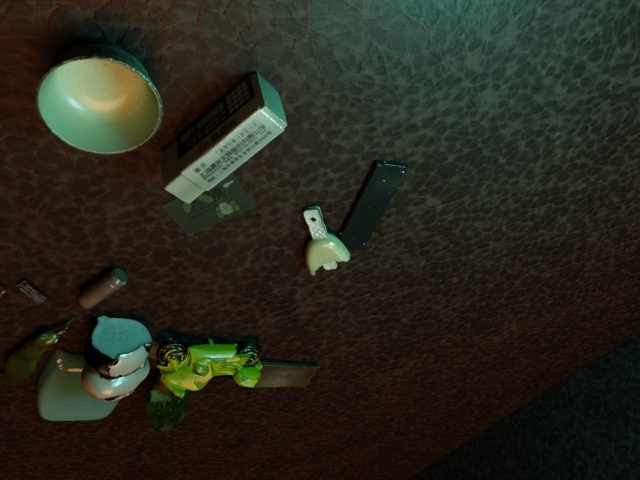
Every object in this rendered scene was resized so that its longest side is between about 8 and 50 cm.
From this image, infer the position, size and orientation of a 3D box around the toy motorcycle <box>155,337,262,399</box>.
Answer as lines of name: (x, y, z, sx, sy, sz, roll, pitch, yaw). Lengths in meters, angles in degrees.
toy motorcycle: (-0.346, 0.395, 1.825, 0.342, 0.142, 0.206, 7, 125, -29)

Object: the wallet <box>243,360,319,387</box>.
wallet: (-0.136, 0.466, 2.070, 0.243, 0.039, 0.133, 8, 128, -27)

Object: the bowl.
bowl: (-0.397, -0.267, 1.076, 0.211, 0.112, 0.211, -10, 139, -9)

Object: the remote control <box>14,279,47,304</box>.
remote control: (-0.723, 0.128, 1.487, 0.034, 0.016, 0.091, -33, 141, -6)

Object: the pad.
pad: (-0.266, -0.081, 1.421, 0.190, 0.004, 0.127, -23, 140, 7)

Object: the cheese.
cheese: (0.000, 0.001, 1.571, 0.127, 0.050, 0.235, -8, 133, 14)

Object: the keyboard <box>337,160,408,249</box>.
keyboard: (0.124, -0.083, 1.546, 0.100, 0.018, 0.310, 2, 136, -23)

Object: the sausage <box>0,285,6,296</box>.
sausage: (-0.828, 0.121, 1.427, 0.129, 0.034, 0.034, 4, 136, -25)

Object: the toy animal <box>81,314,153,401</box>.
toy animal: (-0.569, 0.342, 1.651, 0.187, 0.165, 0.235, -22, 137, -48)

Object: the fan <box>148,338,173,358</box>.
fan: (-0.507, 0.344, 1.819, 0.175, 0.005, 0.113, -19, 140, 2)

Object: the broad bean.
broad bean: (-0.799, 0.316, 1.635, 0.325, 0.067, 0.075, -37, 145, 24)

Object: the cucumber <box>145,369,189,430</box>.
cucumber: (-0.499, 0.558, 1.969, 0.105, 0.145, 0.325, 17, 139, 2)

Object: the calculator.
calculator: (-0.739, 0.464, 1.839, 0.256, 0.054, 0.386, 7, 135, -27)

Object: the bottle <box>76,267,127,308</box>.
bottle: (-0.556, 0.122, 1.511, 0.140, 0.053, 0.053, -31, 138, 17)

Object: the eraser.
eraser: (-0.201, -0.205, 1.208, 0.279, 0.124, 0.081, -35, 137, 20)
